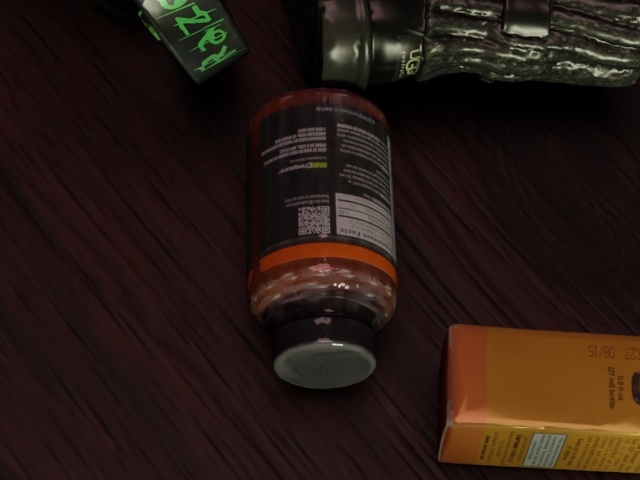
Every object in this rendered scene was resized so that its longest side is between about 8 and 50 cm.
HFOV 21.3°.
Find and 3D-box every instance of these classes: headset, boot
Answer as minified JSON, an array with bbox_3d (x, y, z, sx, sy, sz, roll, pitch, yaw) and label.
[{"bbox_3d":[-0.187,-0.261,1.271,0.185,0.243,0.394,-32,49,3],"label":"headset"},{"bbox_3d":[0.095,-0.244,1.309,0.260,0.131,0.348,-7,57,-9],"label":"boot"}]

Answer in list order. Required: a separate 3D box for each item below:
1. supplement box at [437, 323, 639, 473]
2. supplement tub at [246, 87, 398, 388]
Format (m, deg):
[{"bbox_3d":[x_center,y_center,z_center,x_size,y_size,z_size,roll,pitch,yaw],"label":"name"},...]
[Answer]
[{"bbox_3d":[0.197,0.110,1.139,0.233,0.080,0.078,3,60,2],"label":"supplement box"},{"bbox_3d":[0.000,0.000,1.179,0.106,0.106,0.198,0,60,-2],"label":"supplement tub"}]
